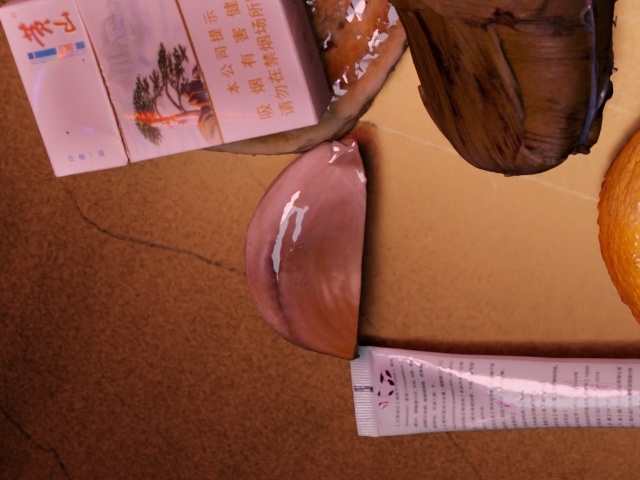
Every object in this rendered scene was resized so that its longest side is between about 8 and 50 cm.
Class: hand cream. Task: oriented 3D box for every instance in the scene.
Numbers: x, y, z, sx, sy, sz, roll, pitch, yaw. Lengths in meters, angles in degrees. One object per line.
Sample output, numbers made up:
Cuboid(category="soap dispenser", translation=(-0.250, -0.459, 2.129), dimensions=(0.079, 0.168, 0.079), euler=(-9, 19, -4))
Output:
Cuboid(category="hand cream", translation=(0.186, 0.131, 1.235), dimensions=(0.331, 0.058, 0.085), euler=(-2, 107, 14))

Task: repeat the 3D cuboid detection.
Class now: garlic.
Cuboid(category="garlic", translation=(-0.014, 0.007, 1.234), dimensions=(0.101, 0.087, 0.196), euler=(1, 104, -1))

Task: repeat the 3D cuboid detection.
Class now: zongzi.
Cuboid(category="zongzi", translation=(0.080, -0.184, 1.010), dimensions=(0.160, 0.360, 0.323), euler=(13, 112, 40))

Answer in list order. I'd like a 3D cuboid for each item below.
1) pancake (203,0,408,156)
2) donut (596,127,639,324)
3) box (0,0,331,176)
Cuboid(category="pancake", translation=(-0.068, -0.232, 1.178), dimensions=(0.356, 0.065, 0.356), euler=(5, 113, 11))
Cuboid(category="donut", translation=(0.342, -0.016, 1.131), dimensions=(0.253, 0.118, 0.254), euler=(0, 96, 3))
Cuboid(category="box", translation=(-0.123, -0.147, 1.157), dimensions=(0.233, 0.067, 0.150), euler=(-10, 110, 18))
